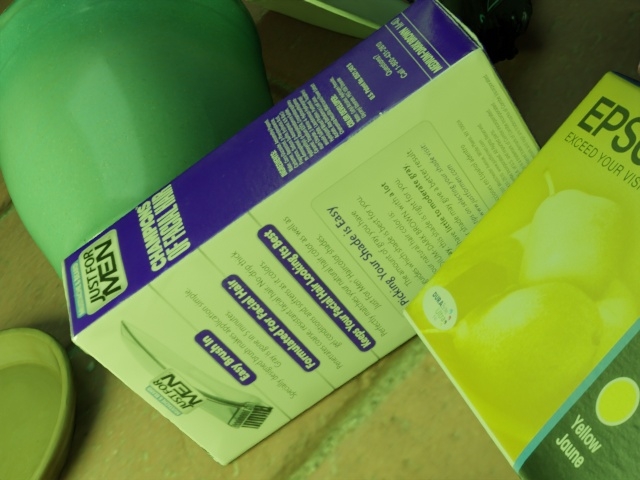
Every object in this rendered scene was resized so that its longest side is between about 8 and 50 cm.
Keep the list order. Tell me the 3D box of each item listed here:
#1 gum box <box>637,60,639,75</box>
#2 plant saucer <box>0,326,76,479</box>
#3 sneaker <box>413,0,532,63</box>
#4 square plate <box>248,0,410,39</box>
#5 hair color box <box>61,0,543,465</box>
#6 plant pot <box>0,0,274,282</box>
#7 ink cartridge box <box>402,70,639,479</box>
[{"bbox_3d":[0.322,-0.180,0.777,0.107,0.062,0.188,2,55,42],"label":"gum box"},{"bbox_3d":[-0.331,0.205,0.970,0.277,0.041,0.278,-23,41,21],"label":"plant saucer"},{"bbox_3d":[0.130,-0.193,0.890,0.267,0.106,0.101,-70,2,-49],"label":"sneaker"},{"bbox_3d":[-0.093,-0.275,1.014,0.347,0.344,0.049,29,102,51],"label":"square plate"},{"bbox_3d":[0.000,0.000,0.773,0.338,0.185,0.110,-36,38,5],"label":"hair color box"},{"bbox_3d":[-0.150,-0.064,0.922,0.271,0.271,0.255,-31,52,12],"label":"plant pot"},{"bbox_3d":[0.209,0.009,0.596,0.307,0.072,0.303,-53,25,10],"label":"ink cartridge box"}]
